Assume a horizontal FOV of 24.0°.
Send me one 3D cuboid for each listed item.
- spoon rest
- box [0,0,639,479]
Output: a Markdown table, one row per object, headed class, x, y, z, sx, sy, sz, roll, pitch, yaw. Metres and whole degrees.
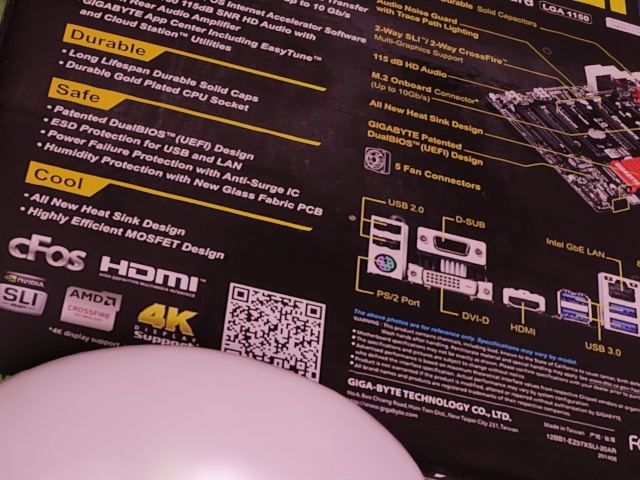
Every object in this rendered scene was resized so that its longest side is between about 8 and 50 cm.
| class | x | y | z | sx | sy | sz | roll | pitch | yaw |
| --- | --- | --- | --- | --- | --- | --- | --- | --- | --- |
| spoon rest | -0.073 | 0.137 | 0.405 | 0.137 | 0.084 | 0.276 | 24 | 113 | -19 |
| box | 0.048 | -0.008 | 0.490 | 0.322 | 0.079 | 0.257 | 13 | 48 | -10 |
